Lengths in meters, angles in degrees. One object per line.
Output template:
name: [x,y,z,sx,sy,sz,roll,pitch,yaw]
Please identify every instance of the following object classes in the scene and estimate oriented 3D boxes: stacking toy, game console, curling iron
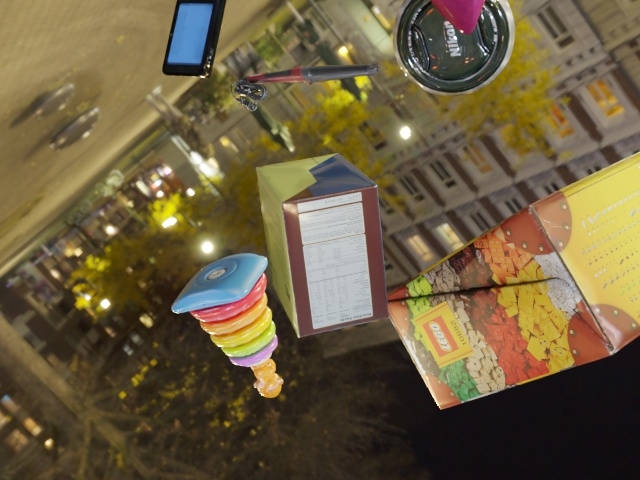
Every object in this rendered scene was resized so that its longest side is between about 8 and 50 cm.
stacking toy: [-0.147,0.191,1.538,0.175,0.301,0.165,-14,-158,24]
game console: [-0.174,-0.293,1.059,0.107,0.071,0.122,158,-57,-78]
curling iron: [-0.030,-0.283,1.370,0.274,0.068,0.035,-7,171,15]

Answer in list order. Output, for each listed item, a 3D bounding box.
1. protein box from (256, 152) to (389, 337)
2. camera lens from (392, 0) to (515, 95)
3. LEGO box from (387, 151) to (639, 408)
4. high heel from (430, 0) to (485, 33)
protein box: [0.000,0.000,1.121,0.136,0.201,0.200,-11,-159,-11]
camera lens: [0.258,-0.408,1.477,0.219,0.219,0.274,-35,-168,23]
LEGO box: [0.400,0.023,1.114,0.500,0.193,0.372,-23,170,-29]
high heel: [0.146,-0.477,1.242,0.127,0.181,0.377,-16,-140,-9]
